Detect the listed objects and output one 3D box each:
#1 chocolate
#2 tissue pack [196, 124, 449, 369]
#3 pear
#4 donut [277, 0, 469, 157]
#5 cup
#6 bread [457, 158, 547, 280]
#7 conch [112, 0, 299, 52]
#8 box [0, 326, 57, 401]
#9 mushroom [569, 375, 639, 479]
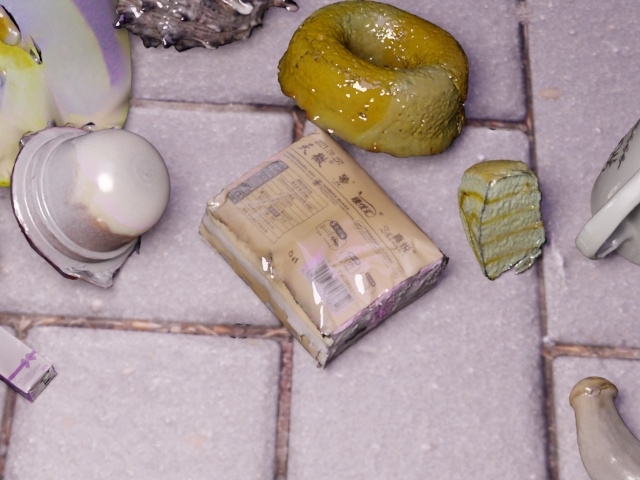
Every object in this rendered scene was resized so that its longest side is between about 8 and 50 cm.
[{"bbox_3d":[-0.261,-0.057,1.370,0.221,0.147,0.221,10,75,-43],"label":"chocolate"},{"bbox_3d":[0.000,0.000,1.425,0.215,0.123,0.256,-34,71,-22],"label":"tissue pack"},{"bbox_3d":[-0.442,-0.243,1.435,0.165,0.399,0.398,-7,55,37],"label":"pear"},{"bbox_3d":[0.079,-0.233,1.521,0.272,0.107,0.272,11,40,-10],"label":"donut"},{"bbox_3d":[0.441,-0.072,1.438,0.258,0.234,0.186,-33,69,-17],"label":"cup"},{"bbox_3d":[0.229,-0.040,1.483,0.103,0.156,0.110,-15,32,-20],"label":"bread"},{"bbox_3d":[-0.168,-0.380,1.549,0.313,0.186,0.240,-41,108,-39],"label":"conch"},{"bbox_3d":[-0.382,0.143,1.365,0.117,0.036,0.050,32,64,12],"label":"box"},{"bbox_3d":[0.384,0.279,1.325,0.118,0.103,0.270,-36,65,-20],"label":"mushroom"}]
